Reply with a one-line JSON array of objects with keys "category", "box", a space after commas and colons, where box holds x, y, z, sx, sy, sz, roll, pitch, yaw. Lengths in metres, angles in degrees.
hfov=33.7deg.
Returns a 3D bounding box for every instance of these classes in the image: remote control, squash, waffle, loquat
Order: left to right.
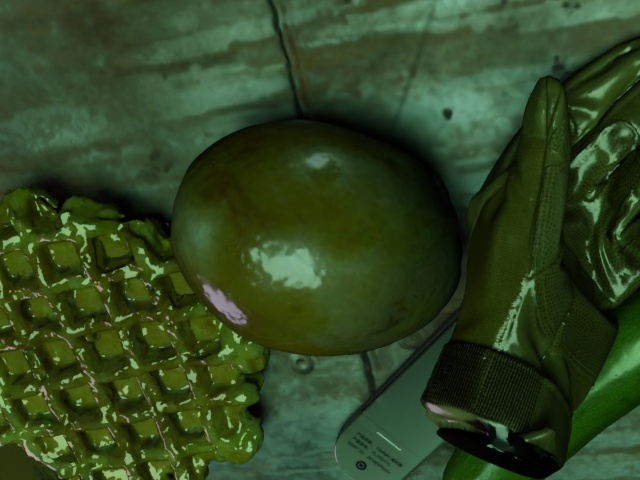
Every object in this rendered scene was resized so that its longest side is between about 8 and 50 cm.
[{"category": "waffle", "box": [-0.192, 0.102, 0.962, 0.325, 0.068, 0.302, 27, 116, -6]}, {"category": "loquat", "box": [0.000, 0.000, 0.817, 0.227, 0.179, 0.179, 14, 117, -2]}, {"category": "remote control", "box": [0.100, 0.137, 0.939, 0.077, 0.022, 0.245, 39, 117, -3]}, {"category": "squash", "box": [0.206, 0.129, 0.875, 0.082, 0.082, 0.292, 40, 116, -7]}]

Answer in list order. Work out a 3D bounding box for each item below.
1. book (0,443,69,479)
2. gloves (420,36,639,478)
[{"category": "book", "box": [-0.389, 0.200, 1.085, 0.208, 0.020, 0.295, -35, 102, 25]}, {"category": "gloves", "box": [0.179, 0.005, 0.774, 0.154, 0.141, 0.331, 23, 83, 1]}]
